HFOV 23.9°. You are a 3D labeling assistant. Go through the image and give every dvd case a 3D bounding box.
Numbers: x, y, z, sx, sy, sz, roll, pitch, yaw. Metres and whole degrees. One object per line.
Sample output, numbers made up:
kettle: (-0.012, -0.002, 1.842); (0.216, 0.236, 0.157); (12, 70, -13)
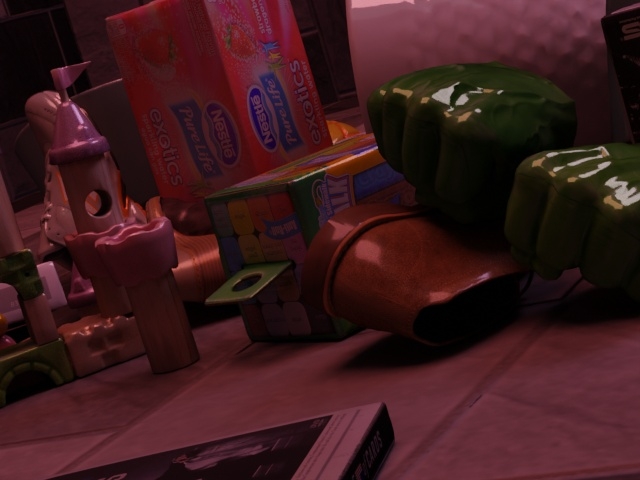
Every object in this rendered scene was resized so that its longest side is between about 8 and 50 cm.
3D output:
dvd case: (-0.089, 0.150, 0.813); (0.238, 0.030, 0.179); (-14, 9, 15)

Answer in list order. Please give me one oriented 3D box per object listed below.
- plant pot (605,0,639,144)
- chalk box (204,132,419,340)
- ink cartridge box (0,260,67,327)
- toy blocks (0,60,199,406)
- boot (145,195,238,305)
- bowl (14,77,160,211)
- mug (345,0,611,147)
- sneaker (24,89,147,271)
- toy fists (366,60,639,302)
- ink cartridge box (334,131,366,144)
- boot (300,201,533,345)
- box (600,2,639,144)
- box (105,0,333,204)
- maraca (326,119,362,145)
plant pot: (0.372, -0.211, 1.261); (0.292, 0.235, 0.293); (-8, -4, -1)
chalk box: (0.000, 0.000, 1.226); (0.213, 0.132, 0.132); (-23, 11, -36)
ink cartridge box: (-0.371, 0.081, 1.566); (0.181, 0.056, 0.224); (-18, 0, -20)
toy blocks: (-0.297, 0.011, 1.307); (0.288, 0.260, 0.309); (-20, 10, -18)
boot: (-0.062, 0.002, 1.488); (0.206, 0.090, 0.248); (-10, 18, -10)
bowl: (-0.197, -0.077, 1.817); (0.311, 0.163, 0.311); (-16, -11, -3)
mug: (0.228, -0.172, 1.558); (0.328, 0.276, 0.374); (-10, -20, 12)
sneaker: (-0.266, -0.040, 1.620); (0.121, 0.262, 0.099); (-29, -13, -16)
toy fists: (0.151, -0.045, 1.055); (0.279, 0.096, 0.142); (35, 28, 34)
ink cartridge box: (0.144, -0.112, 1.789); (0.208, 0.087, 0.153); (-23, 10, -29)
boot: (0.123, 0.014, 1.133); (0.115, 0.112, 0.305); (26, 29, 31)
box: (0.336, -0.105, 1.079); (0.231, 0.183, 0.056); (-11, 10, 31)
box: (-0.095, -0.125, 1.625); (0.142, 0.300, 0.154); (-10, 11, 37)
maraca: (0.030, -0.099, 1.915); (0.185, 0.099, 0.127); (9, 17, 2)
